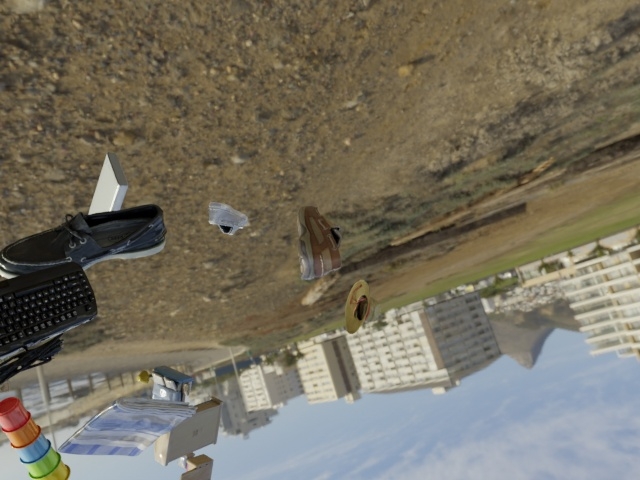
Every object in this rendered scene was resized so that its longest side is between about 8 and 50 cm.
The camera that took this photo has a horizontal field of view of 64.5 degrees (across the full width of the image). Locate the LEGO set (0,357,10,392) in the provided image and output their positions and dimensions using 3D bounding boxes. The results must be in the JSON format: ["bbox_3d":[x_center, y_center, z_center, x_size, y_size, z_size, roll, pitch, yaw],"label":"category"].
[{"bbox_3d":[-0.753,0.284,1.057,0.183,0.060,0.244,-1,-168,-33],"label":"LEGO set"}]

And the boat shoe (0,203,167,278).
[{"bbox_3d":[-0.476,-0.011,1.045,0.340,0.127,0.113,-10,138,-38],"label":"boat shoe"}]

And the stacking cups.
[{"bbox_3d":[-0.800,0.569,1.403,0.096,0.316,0.096,-6,-147,4],"label":"stacking cups"}]

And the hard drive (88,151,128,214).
[{"bbox_3d":[-0.798,-0.145,1.893,0.040,0.203,0.307,3,130,-40],"label":"hard drive"}]

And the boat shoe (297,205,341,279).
[{"bbox_3d":[0.000,0.000,1.357,0.117,0.123,0.324,-5,-149,0],"label":"boat shoe"}]

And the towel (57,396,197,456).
[{"bbox_3d":[-0.459,0.452,1.210,0.285,0.034,0.209,-39,139,26],"label":"towel"}]

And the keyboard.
[{"bbox_3d":[-0.298,0.085,0.512,0.038,0.100,0.192,-17,-174,27],"label":"keyboard"}]

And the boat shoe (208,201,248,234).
[{"bbox_3d":[-0.230,-0.047,1.266,0.066,0.063,0.184,9,172,6],"label":"boat shoe"}]

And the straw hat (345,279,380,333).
[{"bbox_3d":[0.116,0.170,1.264,0.061,0.144,0.144,18,156,-18],"label":"straw hat"}]

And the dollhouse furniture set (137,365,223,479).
[{"bbox_3d":[-0.488,0.568,1.538,0.303,0.286,0.198,13,-174,33],"label":"dollhouse furniture set"}]
